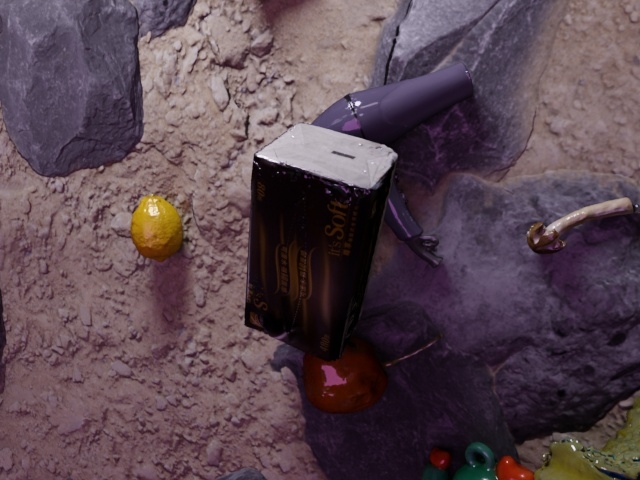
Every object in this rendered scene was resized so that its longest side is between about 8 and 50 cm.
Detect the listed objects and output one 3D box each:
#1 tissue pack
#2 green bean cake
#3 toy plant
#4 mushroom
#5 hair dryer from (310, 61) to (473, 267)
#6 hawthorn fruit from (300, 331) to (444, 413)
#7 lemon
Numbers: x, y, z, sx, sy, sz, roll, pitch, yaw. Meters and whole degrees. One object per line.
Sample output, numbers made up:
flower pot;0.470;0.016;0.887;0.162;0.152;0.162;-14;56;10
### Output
tissue pack;0.000;0.000;0.845;0.209;0.198;0.370;21;125;19
green bean cake;0.498;0.367;0.733;0.285;0.202;0.310;43;70;0
toy plant;0.298;0.555;0.868;0.185;0.279;0.401;-11;102;-20
mushroom;0.444;-0.030;0.811;0.186;0.061;0.060;-25;83;17
hair dryer;0.168;-0.121;0.894;0.300;0.121;0.362;-20;99;13
hawthorn fruit;0.104;0.244;0.943;0.285;0.165;0.166;-15;91;1
lemon;-0.368;-0.028;1.078;0.114;0.114;0.155;-7;90;21
